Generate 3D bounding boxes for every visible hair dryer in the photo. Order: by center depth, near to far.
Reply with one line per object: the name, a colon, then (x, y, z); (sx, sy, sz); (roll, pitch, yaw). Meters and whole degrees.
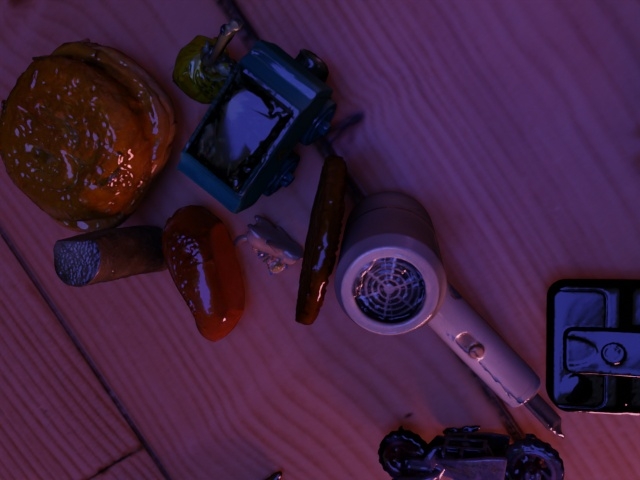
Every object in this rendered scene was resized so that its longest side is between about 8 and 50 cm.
hair dryer: (0.162, 0.105, 0.606); (0.357, 0.173, 0.107); (43, 110, -10)

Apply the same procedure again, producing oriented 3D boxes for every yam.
yam: (-0.254, 0.015, 0.699); (0.068, 0.169, 0.068); (1, 92, 15)

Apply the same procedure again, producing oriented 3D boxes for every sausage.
sausage: (-0.146, 0.042, 0.711); (0.089, 0.089, 0.179); (-16, 96, 20)

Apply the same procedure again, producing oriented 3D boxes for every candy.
candy: (-0.109, -0.189, 0.577); (0.073, 0.262, 0.077); (-46, 107, -8)

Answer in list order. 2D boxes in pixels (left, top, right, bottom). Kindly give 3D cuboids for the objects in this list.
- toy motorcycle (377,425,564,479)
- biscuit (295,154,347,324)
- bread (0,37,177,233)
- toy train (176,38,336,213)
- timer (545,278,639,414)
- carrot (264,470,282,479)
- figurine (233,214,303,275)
toy motorcycle: (0.179, 0.288, 0.671); (0.215, 0.080, 0.122); (-4, 98, 23)
biscuit: (0.001, 0.000, 0.607); (0.027, 0.188, 0.188); (10, 105, -5)
bread: (-0.295, -0.124, 0.703); (0.198, 0.120, 0.236); (38, 110, 4)
toy train: (-0.066, -0.121, 0.616); (0.107, 0.154, 0.198); (39, 109, 3)
timer: (0.338, 0.113, 0.582); (0.187, 0.055, 0.144); (-1, 94, 13)
carrot: (-0.133, 0.419, 0.813); (0.049, 0.049, 0.254); (41, 106, 5)
figurine: (-0.066, 0.010, 0.706); (0.083, 0.047, 0.050); (38, 125, -1)
